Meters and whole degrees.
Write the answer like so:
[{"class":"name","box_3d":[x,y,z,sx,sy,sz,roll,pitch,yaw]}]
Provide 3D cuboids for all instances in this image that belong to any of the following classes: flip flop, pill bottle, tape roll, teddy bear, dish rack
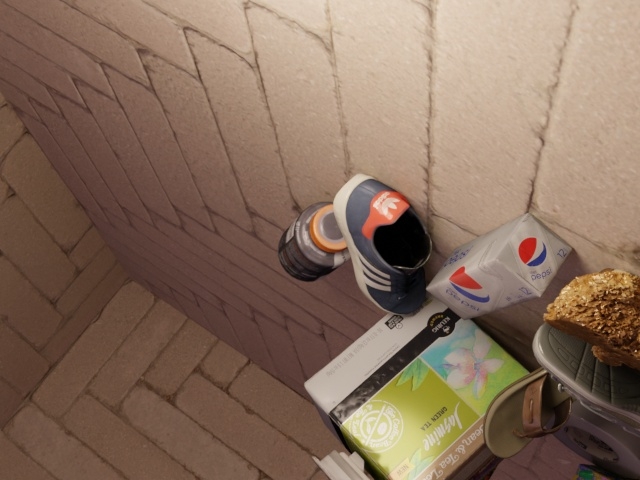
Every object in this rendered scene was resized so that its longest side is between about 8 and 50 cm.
[{"class":"flip flop","box_3d":[0.388,0.280,1.519,0.112,0.277,0.080,40,-158,-21]},{"class":"pill bottle","box_3d":[0.000,0.000,1.756,0.130,0.130,0.246,39,162,-3]},{"class":"tape roll","box_3d":[0.540,0.366,1.724,0.219,0.072,0.219,33,162,12]},{"class":"teddy bear","box_3d":[0.489,0.140,1.260,0.338,0.113,0.245,26,167,10]},{"class":"dish rack","box_3d":[0.127,0.529,1.686,0.285,0.072,0.332,40,165,35]}]

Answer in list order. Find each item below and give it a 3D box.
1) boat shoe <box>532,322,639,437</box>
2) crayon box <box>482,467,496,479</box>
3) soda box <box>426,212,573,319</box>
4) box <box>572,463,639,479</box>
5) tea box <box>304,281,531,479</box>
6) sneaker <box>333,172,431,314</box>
[{"class":"boat shoe","box_3d":[0.460,0.235,1.425,0.320,0.118,0.103,28,146,-14]},{"class":"crayon box","box_3d":[0.334,0.394,1.967,0.081,0.202,0.318,21,156,41]},{"class":"soda box","box_3d":[0.274,0.048,1.417,0.091,0.098,0.286,39,162,-4]},{"class":"box","box_3d":[0.579,0.623,1.793,0.177,0.289,0.279,24,179,35]},{"class":"tea box","box_3d":[0.204,0.321,1.738,0.323,0.329,0.220,43,166,29]},{"class":"sneaker","box_3d":[0.141,0.037,1.581,0.148,0.131,0.350,28,160,40]}]
